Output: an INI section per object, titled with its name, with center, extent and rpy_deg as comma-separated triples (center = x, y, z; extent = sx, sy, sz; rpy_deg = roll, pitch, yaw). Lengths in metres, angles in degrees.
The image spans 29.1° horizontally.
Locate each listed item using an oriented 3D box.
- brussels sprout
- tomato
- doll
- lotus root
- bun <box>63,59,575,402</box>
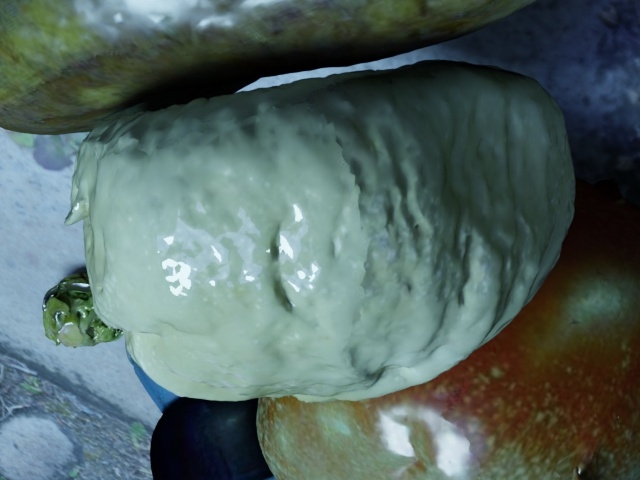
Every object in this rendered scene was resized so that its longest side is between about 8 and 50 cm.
[brussels sprout]
center = -0.210, 0.063, 1.073
extent = 0.085, 0.058, 0.085
rpy_deg = 7, 120, 12
[tomato]
center = 0.107, 0.103, 0.774
extent = 0.304, 0.239, 0.303
rpy_deg = 16, 139, 14
[doll]
center = -0.058, 0.167, 0.923
extent = 0.141, 0.314, 0.177
rpy_deg = -22, 158, -1
[lotus root]
center = -0.063, -0.174, 0.601
extent = 0.346, 0.250, 0.250
rpy_deg = -17, 120, 36
[bun]
center = 0.000, 0.000, 0.577
extent = 0.244, 0.244, 0.153
rpy_deg = -13, 87, 39
